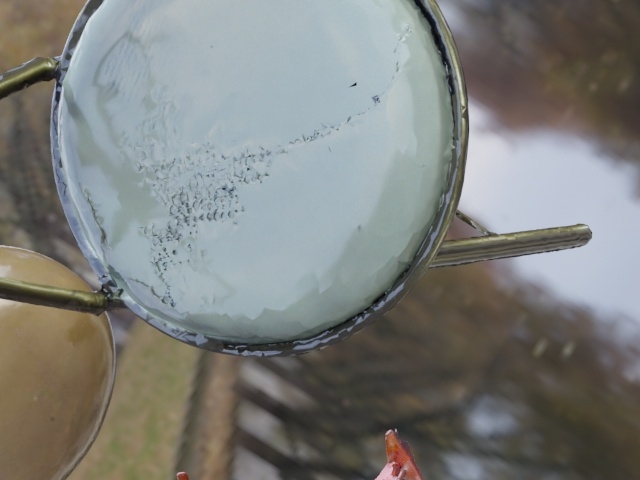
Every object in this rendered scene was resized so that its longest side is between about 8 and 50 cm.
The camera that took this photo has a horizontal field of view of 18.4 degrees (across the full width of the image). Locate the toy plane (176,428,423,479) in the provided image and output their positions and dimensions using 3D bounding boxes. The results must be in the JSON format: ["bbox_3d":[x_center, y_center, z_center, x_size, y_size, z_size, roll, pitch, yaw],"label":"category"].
[{"bbox_3d":[-0.026,0.193,1.186,0.077,0.194,0.126,-113,14,-61],"label":"toy plane"}]

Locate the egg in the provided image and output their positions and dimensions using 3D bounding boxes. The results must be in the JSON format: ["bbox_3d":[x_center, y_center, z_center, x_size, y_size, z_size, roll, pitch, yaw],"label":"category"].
[{"bbox_3d":[-0.387,0.158,2.047,0.374,0.301,0.301,-29,6,0],"label":"egg"}]

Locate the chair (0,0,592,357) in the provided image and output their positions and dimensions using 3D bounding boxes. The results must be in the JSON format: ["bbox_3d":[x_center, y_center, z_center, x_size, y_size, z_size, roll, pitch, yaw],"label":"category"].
[{"bbox_3d":[-0.033,-0.032,0.641,0.170,0.160,0.325,-13,-2,22],"label":"chair"}]
